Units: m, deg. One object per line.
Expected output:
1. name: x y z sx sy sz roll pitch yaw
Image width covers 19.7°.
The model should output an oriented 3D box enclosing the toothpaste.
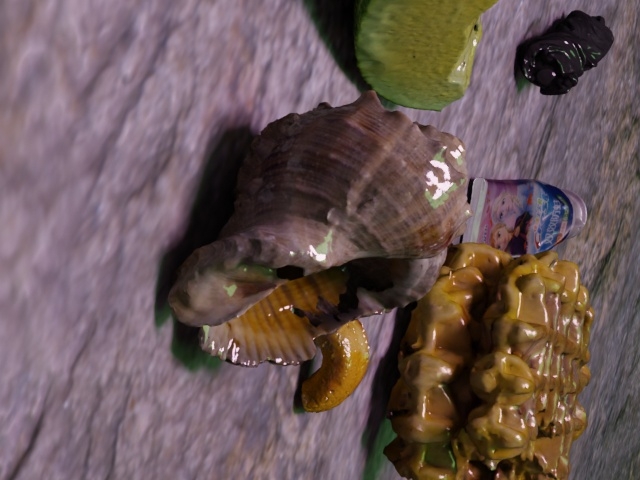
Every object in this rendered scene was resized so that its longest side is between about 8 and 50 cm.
1. toothpaste: 0.208 -0.022 1.923 0.266 0.061 0.096 -6 107 -62

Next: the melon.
1. melon: 0.091 -0.206 1.412 0.196 0.124 0.323 -62 179 -31

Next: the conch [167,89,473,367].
1. conch: 0.000 0.000 1.268 0.245 0.163 0.178 -32 119 -23

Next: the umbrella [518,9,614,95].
1. umbrella: 0.268 -0.208 1.964 0.066 0.059 0.235 53 28 -3

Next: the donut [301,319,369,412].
1. donut: 0.002 0.097 1.480 0.083 0.067 0.038 -49 170 12

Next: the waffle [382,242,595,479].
1. waffle: 0.167 0.146 1.759 0.324 0.151 0.261 63 38 -63
